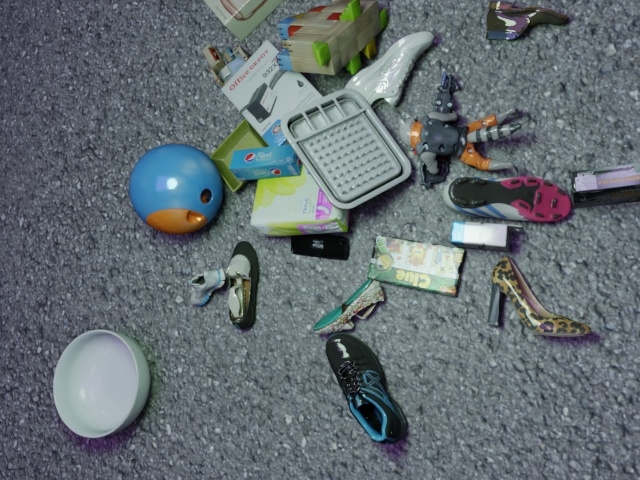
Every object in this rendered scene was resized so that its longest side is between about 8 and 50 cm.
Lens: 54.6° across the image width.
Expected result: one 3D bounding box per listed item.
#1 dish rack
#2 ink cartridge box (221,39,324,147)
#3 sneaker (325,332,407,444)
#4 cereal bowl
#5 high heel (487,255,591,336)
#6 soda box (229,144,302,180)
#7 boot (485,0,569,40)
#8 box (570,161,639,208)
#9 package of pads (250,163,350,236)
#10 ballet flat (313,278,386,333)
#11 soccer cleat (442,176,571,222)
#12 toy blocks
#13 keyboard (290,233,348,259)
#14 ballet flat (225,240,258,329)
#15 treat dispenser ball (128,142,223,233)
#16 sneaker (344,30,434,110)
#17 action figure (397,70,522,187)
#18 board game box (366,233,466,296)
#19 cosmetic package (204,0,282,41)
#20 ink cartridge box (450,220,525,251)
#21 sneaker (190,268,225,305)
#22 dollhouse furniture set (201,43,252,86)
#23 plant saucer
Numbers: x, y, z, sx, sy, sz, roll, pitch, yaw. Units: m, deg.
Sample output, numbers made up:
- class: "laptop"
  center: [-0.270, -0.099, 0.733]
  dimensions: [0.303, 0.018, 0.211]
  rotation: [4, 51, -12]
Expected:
- class: "dish rack"
  center: [0.068, -0.254, 1.769]
  dimensions: [0.286, 0.072, 0.332]
  rotation: [-29, 77, -24]
- class: "ink cartridge box"
  center: [-0.130, -0.439, 1.947]
  dimensions: [0.223, 0.129, 0.307]
  rotation: [-44, 68, 10]
- class: "sneaker"
  center: [0.116, 0.396, 1.694]
  dimensions: [0.125, 0.140, 0.340]
  rotation: [-40, 67, 13]
- class: "cereal bowl"
  center: [-0.686, 0.459, 2.009]
  dimensions: [0.339, 0.141, 0.338]
  rotation: [-4, 79, 22]
- class: "high heel"
  center: [0.559, 0.142, 1.579]
  dimensions: [0.261, 0.093, 0.186]
  rotation: [8, 90, 32]
- class: "soda box"
  center: [-0.161, -0.232, 1.852]
  dimensions: [0.210, 0.067, 0.071]
  rotation: [-2, 61, 22]
- class: "boot"
  center: [0.571, -0.601, 1.735]
  dimensions: [0.219, 0.082, 0.106]
  rotation: [18, 110, 20]
- class: "box"
  center: [0.735, -0.136, 1.512]
  dimensions: [0.231, 0.183, 0.056]
  rotation: [-6, 77, 21]
- class: "package of pads"
  center: [-0.053, -0.127, 1.852]
  dimensions: [0.297, 0.101, 0.229]
  rotation: [-2, 64, 23]
- class: "ballet flat"
  center: [0.088, 0.208, 1.775]
  dimensions: [0.241, 0.091, 0.077]
  rotation: [-41, 99, 16]
- class: "soccer cleat"
  center: [0.489, -0.112, 1.656]
  dimensions: [0.332, 0.143, 0.115]
  rotation: [8, 83, 0]
- class: "toy blocks"
  center: [-0.004, -0.613, 1.847]
  dimensions: [0.261, 0.190, 0.381]
  rotation: [14, 48, 31]
- class: "keyboard"
  center: [0.000, 0.000, 1.876]
  dimensions: [0.192, 0.038, 0.100]
  rotation: [7, 102, 25]
- class: "ballet flat"
  center: [-0.244, 0.132, 1.911]
  dimensions: [0.095, 0.096, 0.280]
  rotation: [-8, 77, 19]
- class: "treat dispenser ball"
  center: [-0.450, -0.161, 1.942]
  dimensions: [0.288, 0.288, 0.287]
  rotation: [-4, 79, 22]
- class: "sneaker"
  center: [0.224, -0.490, 1.838]
  dimensions: [0.305, 0.114, 0.152]
  rotation: [-37, 81, 18]
- class: "action figure"
  center: [0.374, -0.321, 1.701]
  dimensions: [0.331, 0.178, 0.341]
  rotation: [2, 84, 13]
- class: "board game box"
  center: [0.268, 0.069, 1.751]
  dimensions: [0.260, 0.030, 0.136]
  rotation: [10, 87, 23]
- class: "cosmetic package"
  center: [-0.222, -0.833, 2.056]
  dimensions: [0.296, 0.129, 0.153]
  rotation: [-43, 69, 11]
- class: "ink cartridge box"
  center: [0.446, -0.009, 1.649]
  dimensions: [0.180, 0.104, 0.060]
  rotation: [5, 83, 23]
- class: "sneaker"
  center: [-0.377, 0.142, 1.942]
  dimensions: [0.190, 0.083, 0.071]
  rotation: [-45, 50, 39]
- class: "dollhouse furniture set"
  center: [-0.303, -0.601, 2.047]
  dimensions: [0.129, 0.129, 0.183]
  rotation: [-36, 69, 13]
- class: "plant saucer"
  center: [-0.248, -0.270, 1.997]
  dimensions: [0.188, 0.045, 0.188]
  rotation: [-45, 56, 10]
